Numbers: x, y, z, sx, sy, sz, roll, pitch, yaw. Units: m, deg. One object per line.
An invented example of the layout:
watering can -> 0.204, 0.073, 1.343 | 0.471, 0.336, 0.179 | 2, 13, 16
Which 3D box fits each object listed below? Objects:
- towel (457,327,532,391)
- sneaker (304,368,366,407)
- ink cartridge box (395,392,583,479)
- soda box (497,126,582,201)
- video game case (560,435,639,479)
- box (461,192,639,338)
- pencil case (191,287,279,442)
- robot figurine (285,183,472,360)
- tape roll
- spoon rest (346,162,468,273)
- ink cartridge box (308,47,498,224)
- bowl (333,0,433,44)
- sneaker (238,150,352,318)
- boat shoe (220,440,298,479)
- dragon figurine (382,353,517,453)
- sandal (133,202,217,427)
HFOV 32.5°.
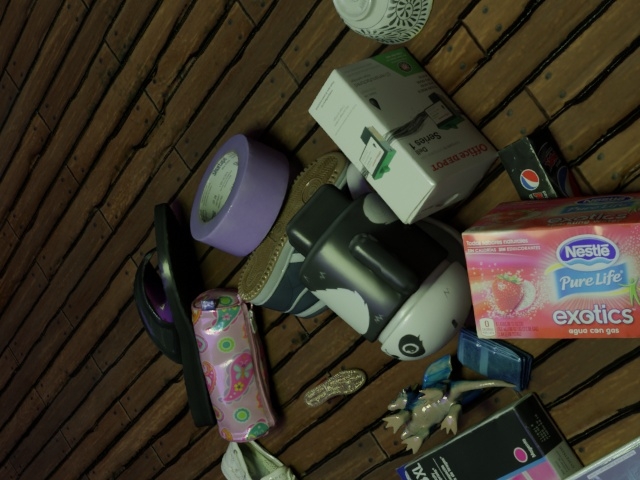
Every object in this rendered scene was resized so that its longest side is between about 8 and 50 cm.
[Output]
towel -> 0.257, 0.178, 1.641 | 0.119, 0.029, 0.067 | 23, 124, 37
sneaker -> 0.032, 0.249, 1.901 | 0.118, 0.067, 0.042 | -26, 86, 18
ink cartridge box -> 0.252, 0.386, 1.723 | 0.175, 0.069, 0.371 | 57, 140, 9
soda box -> 0.305, -0.061, 1.461 | 0.060, 0.053, 0.168 | -28, 88, 47
video game case -> 0.434, 0.374, 1.511 | 0.190, 0.022, 0.173 | -38, 80, 25
box -> 0.344, 0.028, 1.337 | 0.300, 0.154, 0.142 | -3, 105, 29
pencil case -> -0.155, 0.224, 2.013 | 0.124, 0.124, 0.284 | 5, 110, 44
robot figurine -> 0.081, 0.046, 1.553 | 0.278, 0.209, 0.173 | 40, 121, 9
tape roll -> -0.134, -0.074, 1.801 | 0.189, 0.080, 0.189 | -44, 33, 40
spoon rest -> 0.127, -0.022, 1.638 | 0.276, 0.084, 0.137 | 54, 137, 14
ink cartridge box -> 0.118, -0.148, 1.531 | 0.219, 0.160, 0.092 | 50, 136, 15
bowl -> 0.068, -0.352, 1.545 | 0.170, 0.080, 0.170 | 22, 124, 38
sneaker -> 0.000, 0.000, 1.773 | 0.282, 0.153, 0.099 | -57, 33, 9
boat shoe -> -0.086, 0.467, 2.072 | 0.277, 0.098, 0.096 | 36, 132, 30
dragon figurine -> 0.188, 0.236, 1.682 | 0.085, 0.144, 0.289 | 46, 127, -1
sandal -> -0.281, 0.152, 2.057 | 0.107, 0.167, 0.445 | -8, 108, 3
